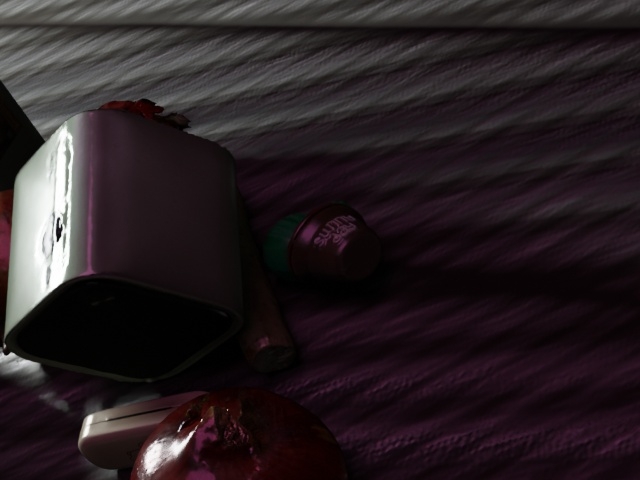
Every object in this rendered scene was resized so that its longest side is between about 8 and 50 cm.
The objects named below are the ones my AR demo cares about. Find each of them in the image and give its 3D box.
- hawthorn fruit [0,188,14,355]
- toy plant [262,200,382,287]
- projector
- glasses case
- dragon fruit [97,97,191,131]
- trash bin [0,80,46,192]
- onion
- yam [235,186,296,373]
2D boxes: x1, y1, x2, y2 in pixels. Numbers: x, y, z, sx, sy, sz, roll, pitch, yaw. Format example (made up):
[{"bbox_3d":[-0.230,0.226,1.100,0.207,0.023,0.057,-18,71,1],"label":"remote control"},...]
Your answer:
[{"bbox_3d":[-0.425,0.051,1.740,0.215,0.215,0.249,-9,49,24],"label":"hawthorn fruit"},{"bbox_3d":[0.000,0.000,1.619,0.143,0.105,0.200,-41,31,-20],"label":"toy plant"},{"bbox_3d":[-0.251,0.013,1.579,0.249,0.248,0.249,-37,47,42],"label":"projector"},{"bbox_3d":[-0.207,0.238,1.536,0.196,0.083,0.050,-15,47,20],"label":"glasses case"},{"bbox_3d":[-0.290,-0.117,1.846,0.182,0.188,0.182,7,35,-5],"label":"dragon fruit"},{"bbox_3d":[-0.541,-0.141,1.878,0.223,0.343,0.158,2,55,33],"label":"trash bin"},{"bbox_3d":[-0.093,0.270,1.378,0.248,0.161,0.248,-2,70,6],"label":"onion"},{"bbox_3d":[-0.113,0.034,1.667,0.083,0.083,0.371,-28,42,5],"label":"yam"}]
